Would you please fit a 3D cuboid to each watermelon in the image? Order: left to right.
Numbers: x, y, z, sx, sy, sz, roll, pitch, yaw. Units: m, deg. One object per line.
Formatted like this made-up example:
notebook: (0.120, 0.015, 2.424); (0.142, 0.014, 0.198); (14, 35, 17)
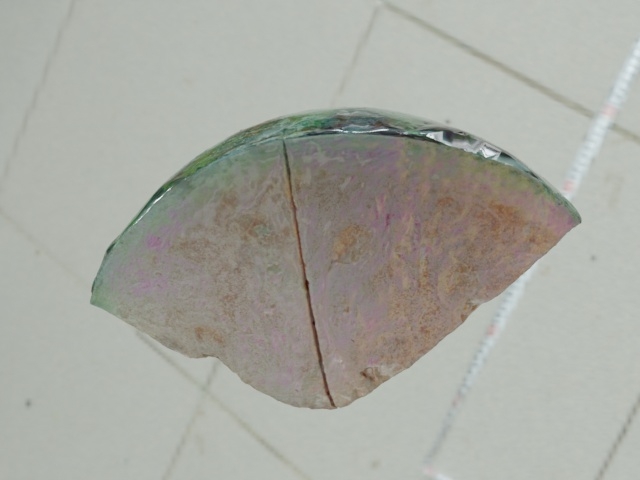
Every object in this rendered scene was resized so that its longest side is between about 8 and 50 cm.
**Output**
watermelon: (0.015, -0.025, 1.312); (0.292, 0.222, 0.319); (35, 114, -9)
